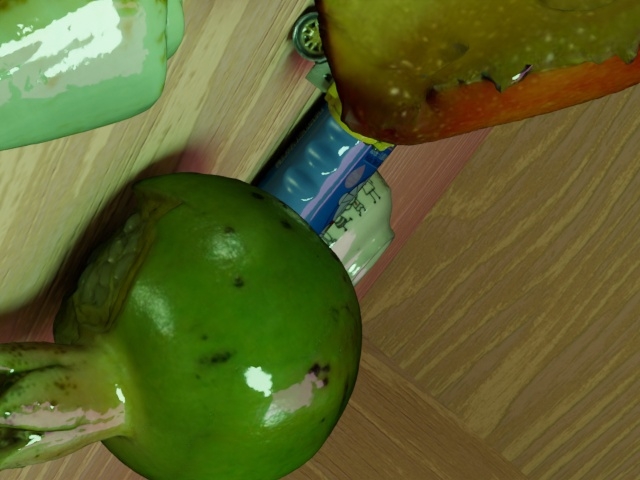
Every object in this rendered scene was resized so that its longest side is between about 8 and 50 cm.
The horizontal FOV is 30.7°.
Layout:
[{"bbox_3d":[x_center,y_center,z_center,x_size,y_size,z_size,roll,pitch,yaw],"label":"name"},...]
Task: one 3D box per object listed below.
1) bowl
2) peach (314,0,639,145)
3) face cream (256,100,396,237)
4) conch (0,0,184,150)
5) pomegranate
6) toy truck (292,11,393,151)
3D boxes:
[{"bbox_3d":[0.000,0.000,1.353,0.238,0.126,0.238,-49,174,-6],"label":"bowl"},{"bbox_3d":[0.144,-0.195,0.643,0.362,0.257,0.201,-53,167,8],"label":"peach"},{"bbox_3d":[0.037,-0.112,1.151,0.264,0.083,0.149,-51,176,8],"label":"face cream"},{"bbox_3d":[-0.120,-0.076,0.459,0.170,0.079,0.106,-38,153,-29],"label":"conch"},{"bbox_3d":[-0.110,0.083,0.815,0.302,0.236,0.236,-26,158,-43],"label":"pomegranate"},{"bbox_3d":[0.075,-0.184,0.883,0.227,0.114,0.098,-53,172,24],"label":"toy truck"}]
